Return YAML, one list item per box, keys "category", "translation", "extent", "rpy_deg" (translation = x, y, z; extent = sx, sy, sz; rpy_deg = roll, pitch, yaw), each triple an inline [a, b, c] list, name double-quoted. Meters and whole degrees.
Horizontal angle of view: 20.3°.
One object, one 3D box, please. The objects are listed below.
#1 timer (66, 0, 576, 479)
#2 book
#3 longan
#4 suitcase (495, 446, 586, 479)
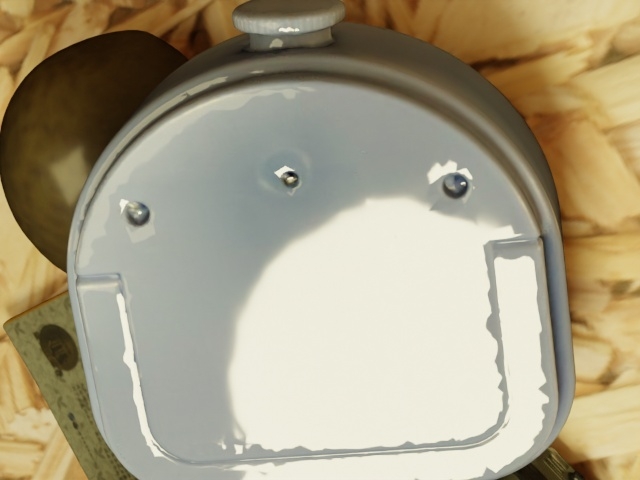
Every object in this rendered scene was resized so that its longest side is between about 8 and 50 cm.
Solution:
- category: "timer"
  translation: [0.000, 0.000, 1.338]
  extent: [0.395, 0.173, 0.395]
  rpy_deg: [3, 111, 8]
- category: "book"
  translation: [-0.118, 0.136, 1.635]
  extent: [0.389, 0.032, 0.269]
  rpy_deg: [-26, 95, 42]
- category: "longan"
  translation: [-0.176, -0.072, 1.482]
  extent: [0.198, 0.198, 0.212]
  rpy_deg: [42, 131, 14]
- category: "suitcase"
  translation: [0.197, 0.323, 1.417]
  extent: [0.312, 0.128, 0.202]
  rpy_deg: [46, 131, 11]
